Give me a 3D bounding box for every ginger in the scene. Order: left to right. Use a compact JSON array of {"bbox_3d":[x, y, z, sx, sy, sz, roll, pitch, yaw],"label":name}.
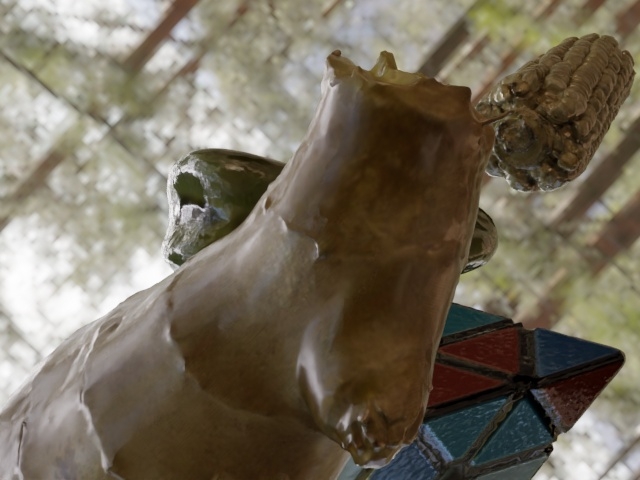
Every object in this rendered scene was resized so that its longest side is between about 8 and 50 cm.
[{"bbox_3d":[-0.058,0.088,0.734,0.166,0.375,0.236,24,-132,-10],"label":"ginger"}]

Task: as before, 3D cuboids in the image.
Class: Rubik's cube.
[{"bbox_3d":[0.073,0.135,1.209,0.234,0.250,0.284,-3,-102,-55],"label":"Rubik's cube"}]

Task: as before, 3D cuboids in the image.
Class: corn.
[{"bbox_3d":[0.169,-0.097,1.180,0.087,0.087,0.211,44,-152,1],"label":"corn"}]

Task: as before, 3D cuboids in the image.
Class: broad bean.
[{"bbox_3d":[0.001,-0.003,0.913,0.206,0.072,0.153,9,-179,-45],"label":"broad bean"}]
